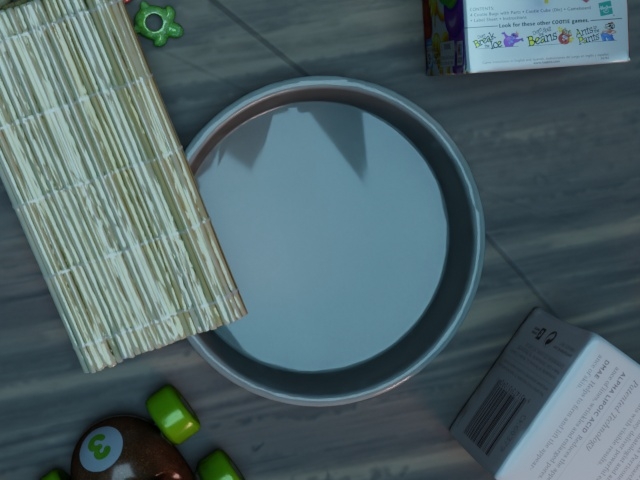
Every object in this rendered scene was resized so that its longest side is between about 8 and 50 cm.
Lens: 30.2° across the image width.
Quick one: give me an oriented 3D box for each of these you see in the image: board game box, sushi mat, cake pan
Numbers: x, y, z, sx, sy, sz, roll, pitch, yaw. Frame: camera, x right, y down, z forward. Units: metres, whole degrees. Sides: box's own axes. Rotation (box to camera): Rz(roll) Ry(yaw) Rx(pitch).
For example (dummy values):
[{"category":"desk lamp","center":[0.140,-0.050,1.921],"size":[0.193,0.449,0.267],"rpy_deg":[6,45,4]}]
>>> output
[{"category":"board game box","center":[0.166,-0.284,1.011],"size":[0.144,0.142,0.275],"rpy_deg":[-5,98,-8]},{"category":"sushi mat","center":[-0.188,-0.055,0.995],"size":[0.151,0.019,0.317],"rpy_deg":[-21,98,0]},{"category":"cake pan","center":[0.000,0.000,1.063],"size":[0.293,0.054,0.293],"rpy_deg":[-1,97,-9]}]

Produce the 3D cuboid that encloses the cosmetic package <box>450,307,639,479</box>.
[{"category":"cosmetic package","center":[0.247,0.180,1.074],"size":[0.183,0.151,0.151],"rpy_deg":[35,90,-12]}]

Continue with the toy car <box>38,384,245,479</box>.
[{"category":"toy car","center":[-0.149,0.232,0.999],"size":[0.155,0.188,0.149],"rpy_deg":[-37,101,-3]}]

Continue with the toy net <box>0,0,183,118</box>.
[{"category":"toy net","center":[-0.238,-0.204,1.006],"size":[0.232,0.045,0.122],"rpy_deg":[32,92,-11]}]
